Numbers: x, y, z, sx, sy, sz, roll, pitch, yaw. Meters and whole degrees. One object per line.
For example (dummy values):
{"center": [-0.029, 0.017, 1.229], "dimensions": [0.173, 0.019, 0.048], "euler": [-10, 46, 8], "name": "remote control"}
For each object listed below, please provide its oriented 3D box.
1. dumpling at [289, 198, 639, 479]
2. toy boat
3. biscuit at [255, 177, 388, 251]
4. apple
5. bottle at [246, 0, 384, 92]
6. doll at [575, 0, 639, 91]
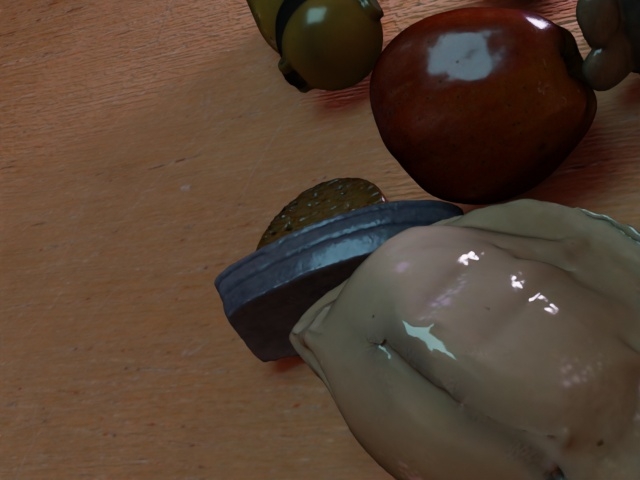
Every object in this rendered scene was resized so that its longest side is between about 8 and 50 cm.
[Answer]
{"center": [0.174, 0.090, 1.082], "dimensions": [0.315, 0.233, 0.395], "euler": [-46, 51, -14], "name": "dumpling"}
{"center": [0.026, 0.036, 1.341], "dimensions": [0.283, 0.127, 0.078], "euler": [-22, 39, 15], "name": "toy boat"}
{"center": [0.000, 0.001, 1.486], "dimensions": [0.188, 0.027, 0.188], "euler": [-24, 40, 22], "name": "biscuit"}
{"center": [0.175, -0.146, 1.325], "dimensions": [0.234, 0.234, 0.234], "euler": [-24, 39, 21], "name": "apple"}
{"center": [-0.010, -0.332, 1.737], "dimensions": [0.171, 0.171, 0.351], "euler": [-33, 38, 8], "name": "bottle"}
{"center": [0.441, -0.316, 1.263], "dimensions": [0.382, 0.252, 0.378], "euler": [-14, 43, 21], "name": "doll"}
